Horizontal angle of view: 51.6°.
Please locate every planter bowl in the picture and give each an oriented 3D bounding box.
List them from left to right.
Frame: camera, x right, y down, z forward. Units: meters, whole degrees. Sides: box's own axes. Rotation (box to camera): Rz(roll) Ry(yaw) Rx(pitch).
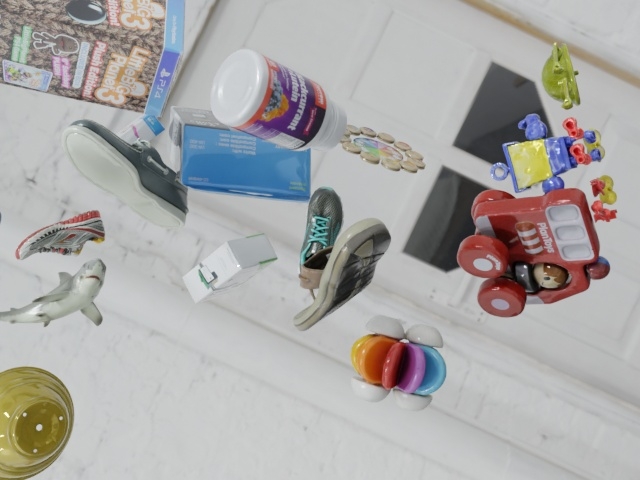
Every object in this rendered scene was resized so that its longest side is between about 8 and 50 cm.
[{"bbox_3d":[-0.547,0.348,1.248,0.090,0.217,0.217,-8,49,42],"label":"planter bowl"}]

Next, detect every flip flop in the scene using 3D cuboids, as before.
[{"bbox_3d":[0.015,0.041,0.914,0.112,0.080,0.277,-33,-18,-27],"label":"flip flop"}]

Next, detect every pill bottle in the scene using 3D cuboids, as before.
[{"bbox_3d":[-0.053,-0.192,0.958,0.108,0.193,0.108,-12,73,41],"label":"pill bottle"}]

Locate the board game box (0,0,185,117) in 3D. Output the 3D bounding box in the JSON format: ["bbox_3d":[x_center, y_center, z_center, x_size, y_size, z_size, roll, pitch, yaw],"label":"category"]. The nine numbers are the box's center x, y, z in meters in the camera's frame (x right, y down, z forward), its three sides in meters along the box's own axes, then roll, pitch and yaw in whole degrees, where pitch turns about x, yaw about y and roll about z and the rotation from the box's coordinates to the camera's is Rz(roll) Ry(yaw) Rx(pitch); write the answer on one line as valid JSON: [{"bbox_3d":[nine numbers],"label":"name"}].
[{"bbox_3d":[-0.352,-0.337,0.951,0.141,0.291,0.232,130,142,-51],"label":"board game box"}]

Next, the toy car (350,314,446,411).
[{"bbox_3d":[0.147,0.226,1.199,0.136,0.182,0.159,155,129,-83],"label":"toy car"}]

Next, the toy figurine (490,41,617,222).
[{"bbox_3d":[0.430,-0.188,1.329,0.217,0.362,0.191,-16,0,35],"label":"toy figurine"}]

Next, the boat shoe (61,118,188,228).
[{"bbox_3d":[-0.344,-0.134,1.213,0.319,0.116,0.099,50,-135,-53],"label":"boat shoe"}]

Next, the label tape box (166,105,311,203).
[{"bbox_3d":[-0.157,-0.174,1.298,0.348,0.249,0.115,-136,53,-65],"label":"label tape box"}]

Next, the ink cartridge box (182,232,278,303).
[{"bbox_3d":[-0.253,0.077,1.846,0.219,0.092,0.160,-36,-13,35],"label":"ink cartridge box"}]

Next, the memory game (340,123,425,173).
[{"bbox_3d":[0.108,-0.171,1.215,0.186,0.186,0.012,-72,3,-64],"label":"memory game"}]

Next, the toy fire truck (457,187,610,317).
[{"bbox_3d":[0.437,0.027,1.338,0.254,0.302,0.169,-4,44,35],"label":"toy fire truck"}]

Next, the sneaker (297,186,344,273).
[{"bbox_3d":[0.000,0.000,1.037,0.076,0.065,0.166,-76,-6,-76],"label":"sneaker"}]

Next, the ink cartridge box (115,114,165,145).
[{"bbox_3d":[-0.422,-0.229,1.483,0.122,0.052,0.088,-46,25,-22],"label":"ink cartridge box"}]

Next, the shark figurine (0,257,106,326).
[{"bbox_3d":[-0.534,0.104,1.280,0.166,0.278,0.116,80,173,-50],"label":"shark figurine"}]

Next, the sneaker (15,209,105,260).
[{"bbox_3d":[-0.622,0.001,1.601,0.225,0.092,0.088,-26,6,-36],"label":"sneaker"}]
